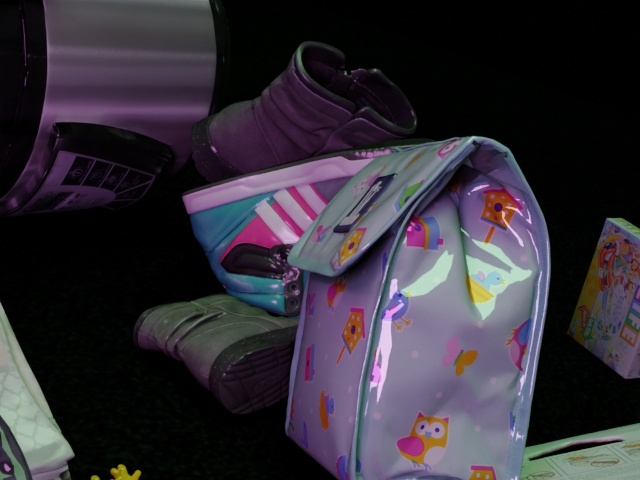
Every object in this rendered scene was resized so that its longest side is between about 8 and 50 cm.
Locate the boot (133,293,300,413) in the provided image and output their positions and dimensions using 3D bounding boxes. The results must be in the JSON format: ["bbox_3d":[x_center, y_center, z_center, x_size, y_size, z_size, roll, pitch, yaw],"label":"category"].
[{"bbox_3d":[-0.045,0.086,0.926,0.246,0.084,0.161,-5,22,-40],"label":"boot"}]

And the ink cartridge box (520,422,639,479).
[{"bbox_3d":[0.215,0.197,0.694,0.275,0.060,0.239,-11,-1,-1],"label":"ink cartridge box"}]

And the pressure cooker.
[{"bbox_3d":[-0.368,-0.218,1.105,0.375,0.370,0.420,24,21,36],"label":"pressure cooker"}]

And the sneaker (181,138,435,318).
[{"bbox_3d":[0.000,0.000,1.011,0.295,0.179,0.124,-12,6,26],"label":"sneaker"}]

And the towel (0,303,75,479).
[{"bbox_3d":[-0.369,0.078,0.634,0.331,0.053,0.317,-11,56,-45],"label":"towel"}]

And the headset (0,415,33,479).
[{"bbox_3d":[-0.308,0.168,0.376,0.394,0.185,0.243,-29,63,-32],"label":"headset"}]

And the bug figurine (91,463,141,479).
[{"bbox_3d":[-0.123,0.241,0.501,0.216,0.072,0.279,-19,42,-42],"label":"bug figurine"}]

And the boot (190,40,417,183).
[{"bbox_3d":[0.034,-0.098,1.131,0.338,0.222,0.118,19,55,-44],"label":"boot"}]

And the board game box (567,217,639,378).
[{"bbox_3d":[0.346,0.065,1.077,0.026,0.154,0.103,0,24,-29],"label":"board game box"}]

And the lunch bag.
[{"bbox_3d":[0.066,0.050,0.736,0.160,0.262,0.223,7,-1,-14],"label":"lunch bag"}]
